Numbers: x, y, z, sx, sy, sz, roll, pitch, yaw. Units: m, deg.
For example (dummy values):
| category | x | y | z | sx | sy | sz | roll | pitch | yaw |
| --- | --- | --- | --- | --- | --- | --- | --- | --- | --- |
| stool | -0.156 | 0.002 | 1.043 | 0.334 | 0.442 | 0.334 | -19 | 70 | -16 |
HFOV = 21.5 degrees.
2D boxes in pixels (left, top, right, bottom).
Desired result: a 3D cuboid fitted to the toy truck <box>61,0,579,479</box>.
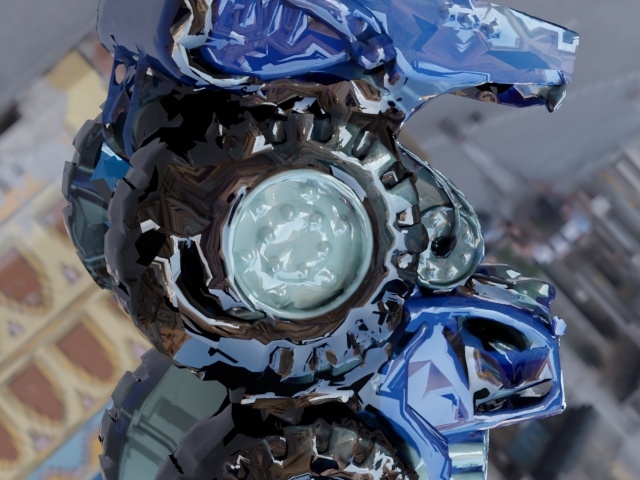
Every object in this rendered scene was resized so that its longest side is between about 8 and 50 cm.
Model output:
| category | x | y | z | sx | sy | sz | roll | pitch | yaw |
| --- | --- | --- | --- | --- | --- | --- | --- | --- | --- |
| toy truck | 0.000 | 0.000 | 0.453 | 0.126 | 0.208 | 0.113 | -9 | -169 | -15 |
